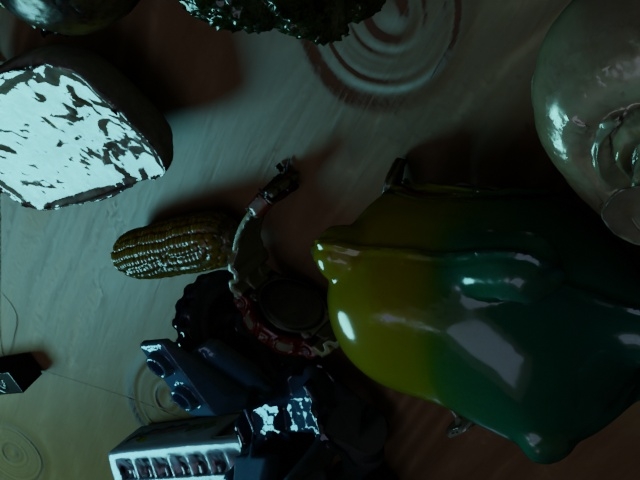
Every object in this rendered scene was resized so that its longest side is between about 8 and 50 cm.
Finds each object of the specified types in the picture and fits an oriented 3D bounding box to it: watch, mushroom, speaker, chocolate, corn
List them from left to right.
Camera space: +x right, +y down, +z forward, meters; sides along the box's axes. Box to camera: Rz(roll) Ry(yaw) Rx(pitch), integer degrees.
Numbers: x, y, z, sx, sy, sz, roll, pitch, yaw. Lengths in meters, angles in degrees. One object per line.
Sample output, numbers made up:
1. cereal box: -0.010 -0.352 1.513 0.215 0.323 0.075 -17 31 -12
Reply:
1. speaker: -0.487 0.202 1.913 0.191 0.046 0.040 -12 117 47
2. chocolate: -0.288 -0.129 1.392 0.303 0.100 0.185 -9 131 47
3. corn: -0.162 0.006 1.442 0.207 0.068 0.068 -8 121 45
4. watch: -0.006 0.003 1.305 0.165 0.102 0.268 27 132 19
5. mushroom: 0.267 -0.078 0.908 0.246 0.202 0.246 18 144 14

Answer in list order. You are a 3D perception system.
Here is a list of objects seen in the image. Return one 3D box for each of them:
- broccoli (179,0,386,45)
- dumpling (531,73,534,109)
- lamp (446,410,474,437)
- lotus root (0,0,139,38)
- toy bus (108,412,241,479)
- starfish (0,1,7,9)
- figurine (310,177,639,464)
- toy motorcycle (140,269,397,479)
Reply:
1. broccoli: -0.038 -0.308 0.907 0.283 0.303 0.321 -20 140 22
2. dumpling: 0.195 -0.120 1.052 0.059 0.043 0.077 35 151 44
3. lamp: 0.105 0.121 1.370 0.198 0.056 0.050 53 142 2
4. lotus root: -0.220 -0.288 1.149 0.169 0.141 0.314 38 141 -3
5. toy bus: -0.140 0.303 1.685 0.330 0.109 0.136 -14 106 45
6. starfish: -0.415 -0.332 1.330 0.358 0.078 0.347 34 138 8
7. figurine: 0.162 0.066 1.099 0.340 0.231 0.323 11 161 26
8. toy motorcycle: -0.056 0.240 1.447 0.172 0.232 0.416 -7 121 49
